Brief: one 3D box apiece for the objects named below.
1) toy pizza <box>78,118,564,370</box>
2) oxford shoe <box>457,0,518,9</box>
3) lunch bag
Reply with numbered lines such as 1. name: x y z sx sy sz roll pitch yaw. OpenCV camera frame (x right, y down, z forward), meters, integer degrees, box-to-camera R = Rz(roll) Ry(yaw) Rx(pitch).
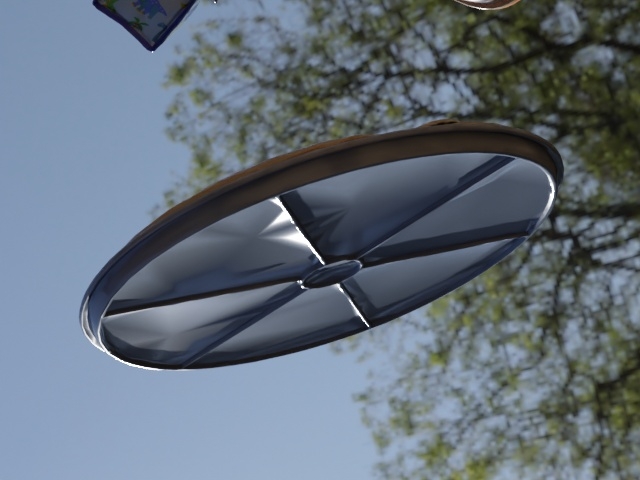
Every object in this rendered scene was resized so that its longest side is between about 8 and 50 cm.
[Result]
1. toy pizza: 0.000 0.000 0.492 0.201 0.201 0.032 10 -125 -53
2. oxford shoe: -0.012 -0.269 0.791 0.363 0.130 0.133 40 -143 5
3. lunch bag: -0.133 -0.277 1.182 0.096 0.151 0.129 37 -150 -17
